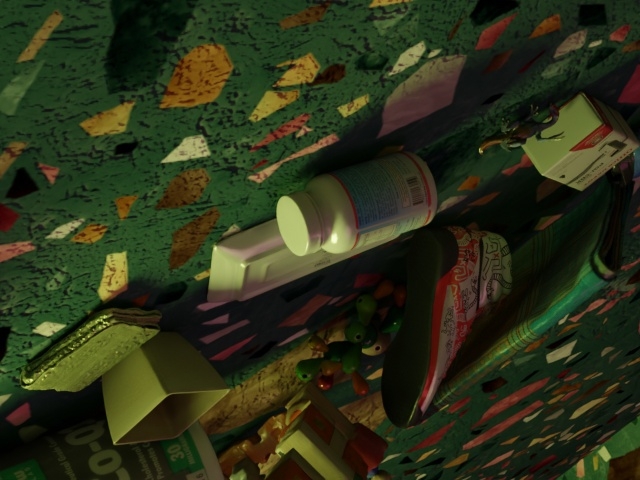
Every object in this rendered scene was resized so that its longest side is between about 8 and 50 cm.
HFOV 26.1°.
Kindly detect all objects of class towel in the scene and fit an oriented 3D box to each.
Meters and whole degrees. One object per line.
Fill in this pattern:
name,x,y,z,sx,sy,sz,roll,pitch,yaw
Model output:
towel,-0.253,0.120,1.530,0.148,0.027,0.110,-38,157,17
towel,0.265,0.074,1.858,0.370,0.040,0.271,-42,-169,32

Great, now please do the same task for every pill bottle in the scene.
pill bottle,-0.311,0.336,1.684,0.361,0.204,0.204,-20,156,-24
pill bottle,0.038,-0.037,1.472,0.160,0.087,0.087,-17,155,-27

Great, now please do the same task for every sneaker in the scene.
sneaker,0.417,-0.105,1.833,0.084,0.058,0.152,-28,166,13
sneaker,0.171,0.113,1.786,0.145,0.090,0.270,0,105,-37

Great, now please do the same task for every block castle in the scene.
block castle,-0.063,0.425,1.908,0.303,0.213,0.453,-41,-170,22

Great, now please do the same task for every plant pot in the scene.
plant pot,-0.192,0.166,1.608,0.109,0.096,0.109,-43,154,27

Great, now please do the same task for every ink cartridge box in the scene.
ink cartridge box,0.318,-0.118,1.680,0.099,0.056,0.135,-40,155,21

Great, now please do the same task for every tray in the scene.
tray,0.000,0.000,1.581,0.270,0.030,0.145,-22,157,-19

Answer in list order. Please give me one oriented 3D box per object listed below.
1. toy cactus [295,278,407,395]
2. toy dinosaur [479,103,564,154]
toy cactus,0.074,0.135,1.886,0.219,0.112,0.180,-42,167,3
toy dinosaur,0.239,-0.134,1.604,0.082,0.047,0.090,-21,-169,-42
